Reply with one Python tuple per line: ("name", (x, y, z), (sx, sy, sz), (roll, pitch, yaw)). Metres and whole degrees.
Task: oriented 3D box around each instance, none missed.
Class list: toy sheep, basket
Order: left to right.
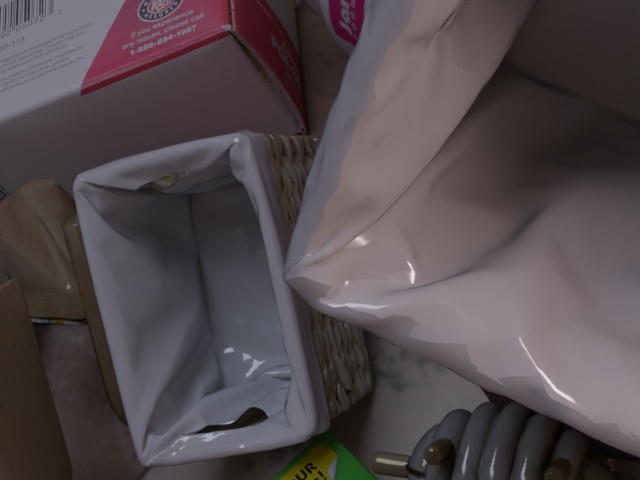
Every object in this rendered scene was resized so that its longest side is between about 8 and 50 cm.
("basket", (-0.049, 0.028, 1.060), (0.113, 0.103, 0.167), (-13, 91, 24))
("toy sheep", (0.088, 0.120, 0.960), (0.132, 0.091, 0.091), (13, 62, 17))
("basket", (0.208, -0.096, 0.784), (0.331, 0.328, 0.266), (24, 29, 4))

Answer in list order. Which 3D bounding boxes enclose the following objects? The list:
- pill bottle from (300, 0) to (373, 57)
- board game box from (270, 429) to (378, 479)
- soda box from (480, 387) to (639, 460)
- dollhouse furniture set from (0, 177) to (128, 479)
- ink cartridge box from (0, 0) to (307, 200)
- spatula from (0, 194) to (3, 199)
("pill bottle", (0.099, -0.143, 1.113), (0.160, 0.160, 0.283), (-44, 45, -6))
("board game box", (-0.048, 0.267, 0.959), (0.317, 0.046, 0.213), (-43, 46, -5))
("soda box", (0.174, 0.075, 0.961), (0.183, 0.063, 0.058), (9, 60, 35))
("dollhouse furniture set", (-0.314, 0.152, 1.095), (0.362, 0.256, 0.394), (1, 25, 28))
("ink cartridge box", (-0.129, -0.172, 1.307), (0.207, 0.117, 0.283), (-20, 48, 17))
("spatula", (-0.318, -0.046, 1.380), (0.084, 0.030, 0.296), (-42, 40, -25))
